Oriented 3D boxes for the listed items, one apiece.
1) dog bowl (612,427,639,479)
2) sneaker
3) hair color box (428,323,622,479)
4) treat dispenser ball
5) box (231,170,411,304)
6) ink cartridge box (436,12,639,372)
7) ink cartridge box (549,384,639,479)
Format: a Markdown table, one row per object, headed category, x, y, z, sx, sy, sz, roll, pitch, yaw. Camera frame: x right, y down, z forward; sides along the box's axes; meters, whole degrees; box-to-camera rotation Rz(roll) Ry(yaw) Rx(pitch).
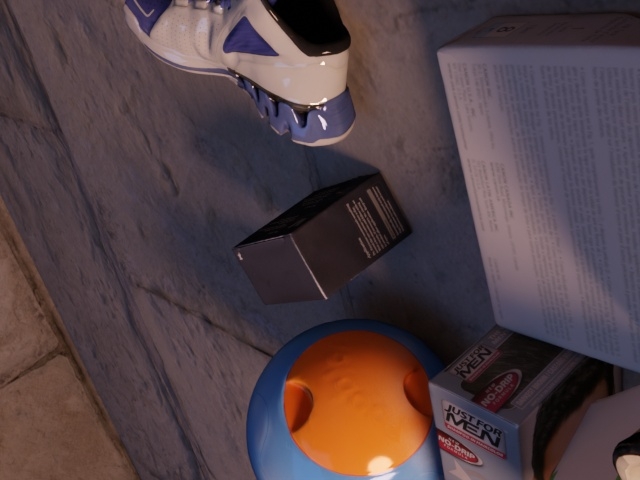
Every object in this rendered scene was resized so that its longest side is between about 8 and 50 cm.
| category | x | y | z | sx | sy | sz | roll | pitch | yaw |
| --- | --- | --- | --- | --- | --- | --- | --- | --- | --- |
| dog bowl | 0.371 | 0.173 | 0.413 | 0.408 | 0.150 | 0.408 | 36 | 171 | 7 |
| sneaker | -0.076 | -0.262 | 0.933 | 0.315 | 0.127 | 0.182 | 34 | 141 | 20 |
| hair color box | 0.244 | 0.263 | 0.922 | 0.113 | 0.185 | 0.375 | 22 | 136 | 43 |
| treat dispenser ball | 0.047 | 0.247 | 1.079 | 0.288 | 0.288 | 0.288 | 35 | 144 | 30 |
| box | 0.000 | 0.000 | 1.030 | 0.156 | 0.158 | 0.093 | -12 | 110 | 58 |
| ink cartridge box | 0.290 | -0.026 | 0.670 | 0.385 | 0.091 | 0.308 | 15 | 130 | 47 |
| ink cartridge box | 0.322 | 0.284 | 0.685 | 0.273 | 0.198 | 0.115 | 43 | 148 | 0 |
